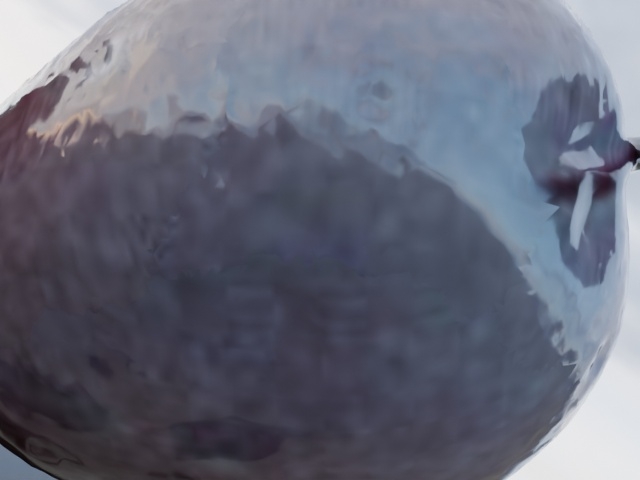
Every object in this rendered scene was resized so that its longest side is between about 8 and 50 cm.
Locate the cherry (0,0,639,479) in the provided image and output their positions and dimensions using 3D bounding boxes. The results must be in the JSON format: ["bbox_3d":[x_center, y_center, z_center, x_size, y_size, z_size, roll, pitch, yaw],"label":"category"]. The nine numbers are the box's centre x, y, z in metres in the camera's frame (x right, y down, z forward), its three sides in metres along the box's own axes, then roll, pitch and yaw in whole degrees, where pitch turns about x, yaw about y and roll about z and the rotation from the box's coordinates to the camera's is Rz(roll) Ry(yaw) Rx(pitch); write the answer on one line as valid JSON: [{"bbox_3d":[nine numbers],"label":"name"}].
[{"bbox_3d":[0.000,0.000,0.524,0.266,0.184,0.213,-8,-30,-1],"label":"cherry"}]

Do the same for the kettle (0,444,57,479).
[{"bbox_3d":[-0.245,0.172,0.933,0.262,0.203,0.308,-24,-21,22],"label":"kettle"}]
